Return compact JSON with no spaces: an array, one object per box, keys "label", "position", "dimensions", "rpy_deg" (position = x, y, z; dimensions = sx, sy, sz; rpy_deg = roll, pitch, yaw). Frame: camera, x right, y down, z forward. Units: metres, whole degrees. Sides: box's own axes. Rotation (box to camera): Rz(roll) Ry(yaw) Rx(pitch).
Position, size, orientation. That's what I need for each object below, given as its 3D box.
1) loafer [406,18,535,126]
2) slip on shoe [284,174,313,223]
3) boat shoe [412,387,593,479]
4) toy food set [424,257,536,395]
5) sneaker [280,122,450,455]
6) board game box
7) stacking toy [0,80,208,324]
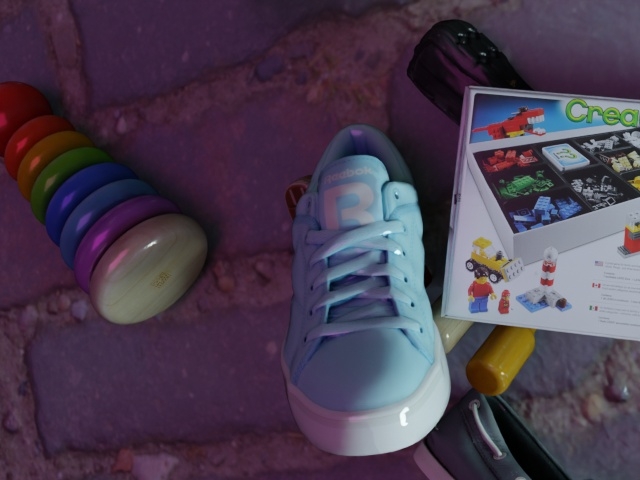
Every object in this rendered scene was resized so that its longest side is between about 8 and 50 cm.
[{"label":"loafer","position":[0.166,-0.102,0.947],"dimensions":[0.223,0.076,0.078],"rpy_deg":[48,132,13]},{"label":"slip on shoe","position":[0.000,0.000,1.056],"dimensions":[0.051,0.041,0.135],"rpy_deg":[-10,106,30]},{"label":"boat shoe","position":[0.207,0.235,0.881],"dimensions":[0.319,0.116,0.099],"rpy_deg":[38,96,45]},{"label":"toy food set","position":[0.087,0.087,0.994],"dimensions":[0.232,0.104,0.111],"rpy_deg":[-17,108,45]},{"label":"sneaker","position":[0.022,0.017,0.855],"dimensions":[0.135,0.366,0.150],"rpy_deg":[-13,118,6]},{"label":"board game box","position":[0.260,-0.016,0.854],"dimensions":[0.305,0.053,0.193],"rpy_deg":[7,96,9]},{"label":"stacking toy","position":[-0.270,-0.065,1.157],"dimensions":[0.330,0.141,0.141],"rpy_deg":[46,112,25]}]
